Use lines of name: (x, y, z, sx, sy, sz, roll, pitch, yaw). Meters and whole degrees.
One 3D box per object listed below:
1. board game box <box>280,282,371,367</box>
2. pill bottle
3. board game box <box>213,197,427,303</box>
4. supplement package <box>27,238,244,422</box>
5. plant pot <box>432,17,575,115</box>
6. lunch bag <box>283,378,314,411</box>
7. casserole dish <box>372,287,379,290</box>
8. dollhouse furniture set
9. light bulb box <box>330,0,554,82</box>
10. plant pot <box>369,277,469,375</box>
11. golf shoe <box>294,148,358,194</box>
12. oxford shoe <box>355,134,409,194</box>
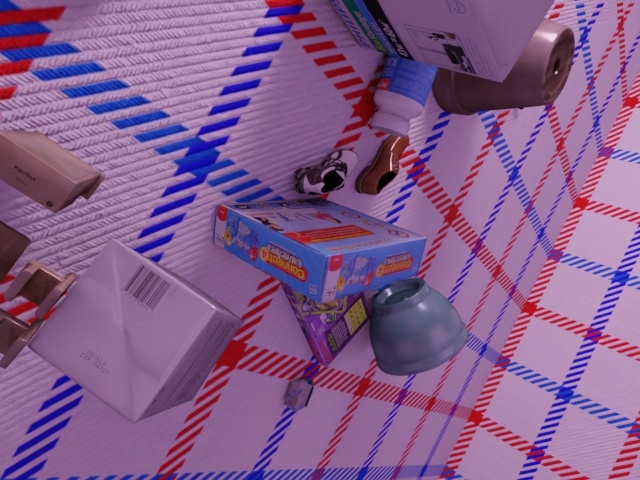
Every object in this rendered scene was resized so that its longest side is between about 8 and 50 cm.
board game box: (0.026, 0.162, 1.291, 0.208, 0.056, 0.347, -46, 138, -29)
pill bottle: (0.198, -0.365, 1.146, 0.124, 0.124, 0.221, 12, 99, -51)
board game box: (0.000, 0.000, 0.969, 0.308, 0.302, 0.086, -8, 115, -46)
supplement package: (-0.254, 0.141, 0.755, 0.175, 0.177, 0.293, -56, 174, -12)
plant pot: (0.508, -0.485, 1.316, 0.323, 0.280, 0.323, -27, 129, -39)
lunch bag: (-0.052, 0.422, 1.333, 0.083, 0.053, 0.071, 7, 105, -60)
casserole dish: (0.165, 0.054, 1.399, 0.114, 0.037, 0.188, -12, 119, -45)
dollhouse furniture set: (-0.404, -0.011, 0.612, 0.212, 0.161, 0.242, 37, 91, -18)
light bulb box: (0.242, -0.530, 0.879, 0.358, 0.361, 0.225, -57, 142, 0)
plant pot: (0.268, 0.234, 1.450, 0.293, 0.293, 0.196, -32, 104, -35)
golf shoe: (0.035, -0.148, 1.100, 0.198, 0.094, 0.077, -35, 131, -35)
oxford shoe: (0.180, -0.197, 1.255, 0.212, 0.076, 0.076, -55, 139, -15)
